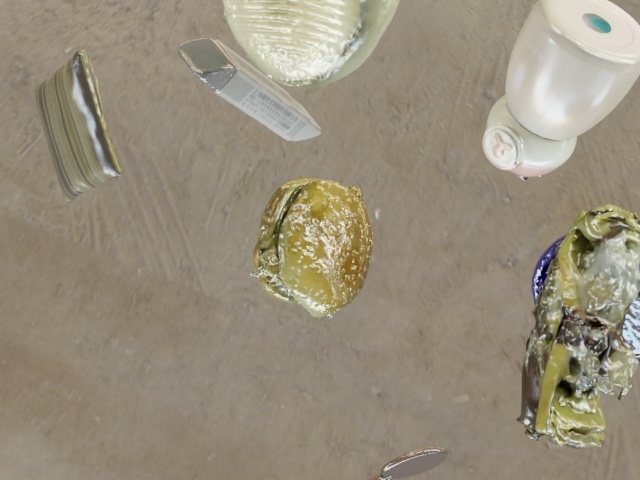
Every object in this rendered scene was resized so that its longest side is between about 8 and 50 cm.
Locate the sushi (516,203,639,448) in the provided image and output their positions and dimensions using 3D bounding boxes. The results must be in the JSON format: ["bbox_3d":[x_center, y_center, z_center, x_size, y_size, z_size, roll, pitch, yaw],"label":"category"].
[{"bbox_3d":[0.330,0.105,1.222,0.139,0.131,0.291,17,82,-30],"label":"sushi"}]

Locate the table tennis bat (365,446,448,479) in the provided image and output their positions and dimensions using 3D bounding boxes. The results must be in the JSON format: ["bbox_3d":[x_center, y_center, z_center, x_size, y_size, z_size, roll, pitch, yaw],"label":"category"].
[{"bbox_3d":[0.139,0.406,1.601,0.170,0.119,0.107,-32,148,25],"label":"table tennis bat"}]

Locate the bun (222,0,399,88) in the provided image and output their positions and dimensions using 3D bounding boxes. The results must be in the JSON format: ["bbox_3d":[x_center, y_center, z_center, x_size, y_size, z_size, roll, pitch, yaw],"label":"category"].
[{"bbox_3d":[-0.009,-0.352,1.431,0.287,0.146,0.287,17,118,35],"label":"bun"}]

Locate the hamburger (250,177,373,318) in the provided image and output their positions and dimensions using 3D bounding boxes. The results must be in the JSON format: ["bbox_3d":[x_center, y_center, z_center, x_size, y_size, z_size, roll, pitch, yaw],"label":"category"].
[{"bbox_3d":[0.000,0.000,1.508,0.122,0.215,0.189,5,153,40],"label":"hamburger"}]

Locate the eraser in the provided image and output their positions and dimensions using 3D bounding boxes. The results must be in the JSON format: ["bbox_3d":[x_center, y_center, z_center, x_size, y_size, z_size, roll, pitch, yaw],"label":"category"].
[{"bbox_3d":[-0.113,-0.251,1.742,0.061,0.089,0.352,-42,150,12],"label":"eraser"}]

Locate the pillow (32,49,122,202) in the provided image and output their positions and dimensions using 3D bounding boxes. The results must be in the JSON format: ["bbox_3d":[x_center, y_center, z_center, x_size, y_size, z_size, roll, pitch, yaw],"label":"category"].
[{"bbox_3d":[-0.401,-0.181,1.683,0.212,0.052,0.208,-18,89,51],"label":"pillow"}]

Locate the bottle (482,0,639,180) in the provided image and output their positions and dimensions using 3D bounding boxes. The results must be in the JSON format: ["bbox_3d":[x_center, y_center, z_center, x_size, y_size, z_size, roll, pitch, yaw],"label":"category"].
[{"bbox_3d":[0.285,-0.176,1.270,0.147,0.148,0.237,17,133,-8],"label":"bottle"}]

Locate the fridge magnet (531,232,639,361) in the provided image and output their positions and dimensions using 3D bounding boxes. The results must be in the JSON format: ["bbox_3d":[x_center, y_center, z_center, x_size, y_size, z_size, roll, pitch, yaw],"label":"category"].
[{"bbox_3d":[0.444,0.085,1.516,0.265,0.113,0.266,12,136,12],"label":"fridge magnet"}]
